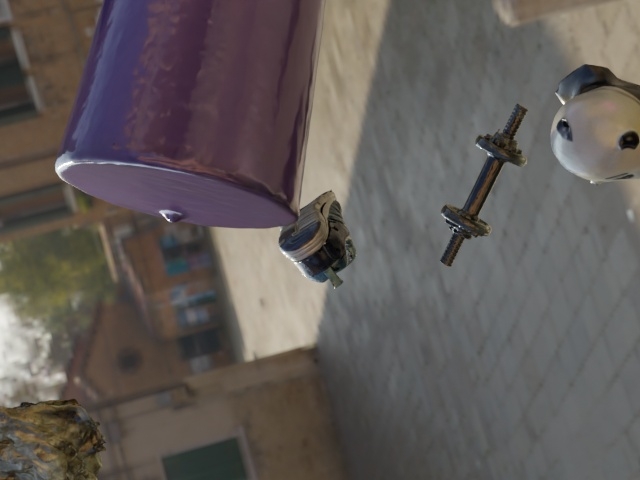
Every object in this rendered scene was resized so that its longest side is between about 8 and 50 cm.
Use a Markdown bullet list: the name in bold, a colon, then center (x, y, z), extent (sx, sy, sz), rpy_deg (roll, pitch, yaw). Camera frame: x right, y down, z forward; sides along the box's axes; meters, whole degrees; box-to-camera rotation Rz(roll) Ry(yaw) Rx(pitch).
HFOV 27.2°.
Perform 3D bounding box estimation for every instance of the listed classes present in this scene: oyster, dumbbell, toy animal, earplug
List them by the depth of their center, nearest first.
- **oyster**: center (-0.227, 0.184, 0.991), extent (0.064, 0.125, 0.177), rpy_deg (-102, 25, -52)
- **earplug**: center (-0.084, -0.248, 1.182), extent (0.215, 0.215, 0.456), rpy_deg (120, 161, -79)
- **toy animal**: center (0.374, -0.145, 1.767), extent (0.179, 0.166, 0.138), rpy_deg (-48, -39, -54)
- **dumbbell**: center (0.235, -0.078, 1.901), extent (0.254, 0.081, 0.081), rpy_deg (-65, 19, 11)

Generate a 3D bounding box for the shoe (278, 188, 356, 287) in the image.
- **shoe**: center (0.000, 0.000, 1.877), extent (0.106, 0.091, 0.207), rpy_deg (52, -165, -17)
